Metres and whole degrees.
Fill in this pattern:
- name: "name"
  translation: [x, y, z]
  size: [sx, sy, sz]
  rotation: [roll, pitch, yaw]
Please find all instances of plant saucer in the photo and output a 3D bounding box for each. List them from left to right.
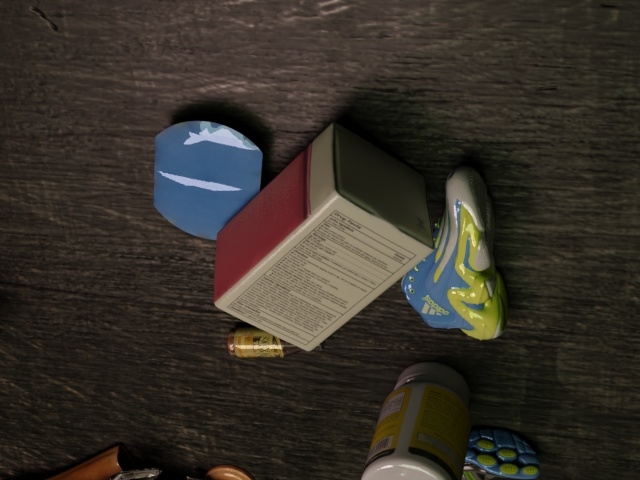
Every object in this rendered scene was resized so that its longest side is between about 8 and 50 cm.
- name: "plant saucer"
  translation: [-0.133, 0.366, 1.808]
  size: [0.083, 0.013, 0.083]
  rotation: [8, 124, 12]

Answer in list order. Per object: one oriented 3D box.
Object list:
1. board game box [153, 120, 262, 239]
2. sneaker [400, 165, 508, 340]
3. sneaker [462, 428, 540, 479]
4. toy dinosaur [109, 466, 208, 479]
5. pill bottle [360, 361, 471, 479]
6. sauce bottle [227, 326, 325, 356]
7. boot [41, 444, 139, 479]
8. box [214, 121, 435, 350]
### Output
- name: "board game box"
  translation: [-0.135, -0.080, 1.500]
  size: [0.133, 0.033, 0.168]
  rotation: [11, 125, 7]
- name: "sneaker"
  translation: [0.147, 0.023, 1.455]
  size: [0.126, 0.091, 0.240]
  rotation: [-3, 123, 18]
- name: "sneaker"
  translation: [0.201, 0.297, 1.647]
  size: [0.188, 0.067, 0.078]
  rotation: [-2, 143, 15]
- name: "toy dinosaur"
  translation: [-0.300, 0.429, 1.786]
  size: [0.322, 0.164, 0.218]
  rotation: [0, 113, 13]
- name: "pill bottle"
  translation: [0.126, 0.253, 1.540]
  size: [0.119, 0.208, 0.119]
  rotation: [8, 124, 11]
- name: "sauce bottle"
  translation: [-0.058, 0.133, 1.616]
  size: [0.128, 0.042, 0.042]
  rotation: [-4, 121, 18]
- name: "boot"
  translation: [-0.356, 0.447, 1.904]
  size: [0.280, 0.096, 0.264]
  rotation: [-21, 114, 14]
- name: "box"
  translation: [0.000, 0.000, 1.438]
  size: [0.149, 0.127, 0.232]
  rotation: [29, 127, -28]
